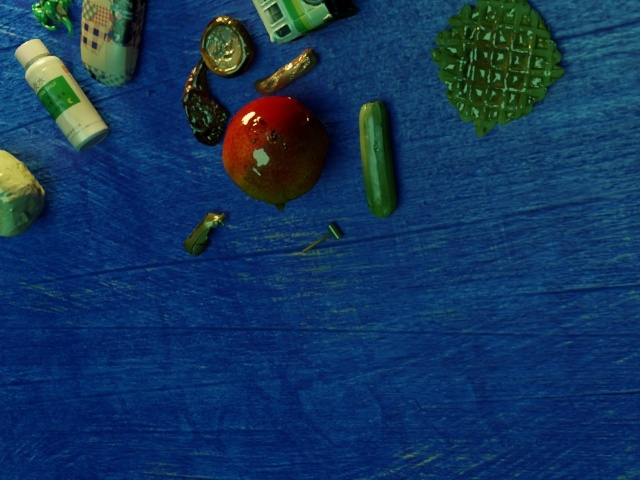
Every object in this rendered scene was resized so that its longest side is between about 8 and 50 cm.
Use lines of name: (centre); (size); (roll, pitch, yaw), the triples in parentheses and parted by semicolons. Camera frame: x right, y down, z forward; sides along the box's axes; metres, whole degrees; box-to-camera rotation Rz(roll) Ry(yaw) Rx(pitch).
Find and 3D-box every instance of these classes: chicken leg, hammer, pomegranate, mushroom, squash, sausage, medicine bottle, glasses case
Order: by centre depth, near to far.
squash: (0.110, -0.152, 1.377); (0.066, 0.066, 0.229); (2, 110, 26)
pomegranate: (-0.086, -0.166, 1.389); (0.210, 0.210, 0.235); (21, 143, 18)
sausage: (-0.069, -0.327, 1.411); (0.158, 0.042, 0.036); (-22, 138, 34)
mushroom: (-0.185, -0.387, 1.432); (0.123, 0.052, 0.123); (7, 106, 25)
glasses case: (-0.435, -0.484, 1.502); (0.125, 0.076, 0.327); (24, 119, 14)
chicken leg: (-0.246, -0.298, 1.504); (0.093, 0.053, 0.205); (-12, 114, 6)
hammer: (0.000, 0.000, 1.527); (0.110, 0.019, 0.035); (-33, 94, 38)
medicine bottle: (-0.592, -0.332, 1.637); (0.095, 0.095, 0.260); (-32, 93, 33)

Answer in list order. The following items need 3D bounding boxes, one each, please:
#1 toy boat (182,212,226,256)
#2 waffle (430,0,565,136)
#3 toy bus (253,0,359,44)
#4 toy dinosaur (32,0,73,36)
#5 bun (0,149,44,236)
toy boat: (-0.263, -0.017, 1.633); (0.049, 0.047, 0.149); (39, 126, -9)
waffle: (0.296, -0.305, 1.223); (0.208, 0.054, 0.214); (-35, 87, 37)
toy bus: (-0.065, -0.498, 1.275); (0.164, 0.133, 0.276); (-22, 100, 32)
toy dinosaur: (-0.591, -0.504, 1.591); (0.132, 0.059, 0.096); (44, 132, 14)
bun: (-0.792, -0.132, 1.791); (0.243, 0.153, 0.244); (24, 139, 23)
